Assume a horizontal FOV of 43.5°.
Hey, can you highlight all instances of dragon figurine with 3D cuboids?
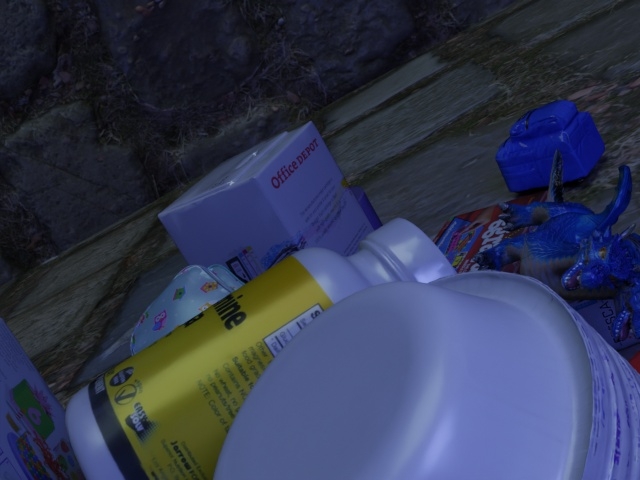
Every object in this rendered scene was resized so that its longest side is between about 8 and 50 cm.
[{"bbox_3d":[0.214,-0.004,0.629,0.144,0.085,0.289,-18,14,35],"label":"dragon figurine"}]

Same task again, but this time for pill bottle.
[{"bbox_3d":[-0.031,0.126,0.702,0.334,0.187,0.188,-32,16,-9],"label":"pill bottle"}]

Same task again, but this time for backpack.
[{"bbox_3d":[-0.121,0.132,0.866,0.166,0.144,0.188,33,87,40],"label":"backpack"},{"bbox_3d":[0.290,-0.121,1.045,0.120,0.101,0.098,-18,13,46],"label":"backpack"}]

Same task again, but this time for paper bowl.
[{"bbox_3d":[0.046,0.139,0.474,0.284,0.148,0.284,-39,26,23],"label":"paper bowl"}]

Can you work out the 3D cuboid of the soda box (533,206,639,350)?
[{"bbox_3d":[0.243,0.034,0.735,0.063,0.058,0.183,-25,16,17],"label":"soda box"}]

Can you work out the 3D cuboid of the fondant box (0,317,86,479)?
[{"bbox_3d":[-0.327,0.219,0.750,0.096,0.238,0.330,-32,5,1],"label":"fondant box"}]

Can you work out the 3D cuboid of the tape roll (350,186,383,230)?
[{"bbox_3d":[0.000,0.000,1.218,0.189,0.080,0.189,-28,16,9],"label":"tape roll"}]

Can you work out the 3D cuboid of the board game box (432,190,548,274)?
[{"bbox_3d":[0.165,0.035,0.924,0.145,0.027,0.281,-15,22,38],"label":"board game box"}]

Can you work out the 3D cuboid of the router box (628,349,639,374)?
[{"bbox_3d":[0.389,0.039,0.424,0.301,0.082,0.335,-37,17,-22],"label":"router box"}]

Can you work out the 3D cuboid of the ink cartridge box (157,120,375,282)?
[{"bbox_3d":[-0.050,0.003,1.018,0.168,0.232,0.171,-19,19,33],"label":"ink cartridge box"}]
